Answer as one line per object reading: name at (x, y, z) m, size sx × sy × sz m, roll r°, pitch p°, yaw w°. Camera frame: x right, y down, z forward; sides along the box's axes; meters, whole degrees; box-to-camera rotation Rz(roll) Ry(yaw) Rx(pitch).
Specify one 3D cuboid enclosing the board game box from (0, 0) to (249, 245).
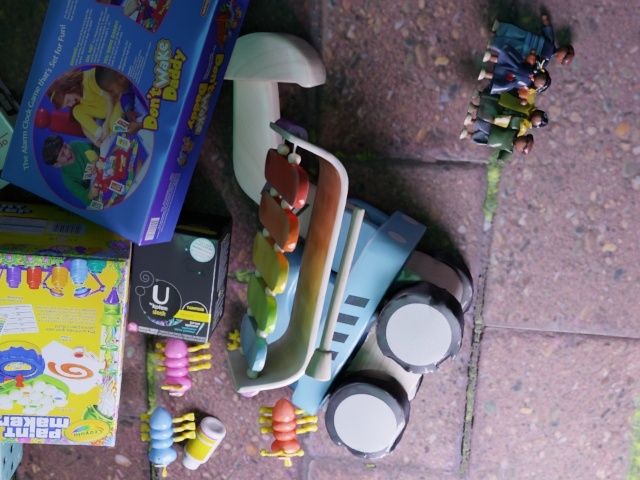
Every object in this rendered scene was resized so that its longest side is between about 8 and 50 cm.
board game box at (-0.253, -0.199, 1.098) m, size 0.233 × 0.078 × 0.347 m, roll 24°, pitch 102°, yaw 17°

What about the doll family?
doll family at (0.256, -0.195, 1.099) m, size 0.111 × 0.076 × 0.193 m, roll 16°, pitch 107°, yaw 6°

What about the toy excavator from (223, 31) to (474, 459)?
toy excavator at (0.000, 0.000, 1.143) m, size 0.445 × 0.222 × 0.433 m, roll 30°, pitch 109°, yaw 6°

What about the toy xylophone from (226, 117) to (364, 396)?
toy xylophone at (-0.033, 0.024, 0.970) m, size 0.081 × 0.236 × 0.323 m, roll 8°, pitch 94°, yaw -15°

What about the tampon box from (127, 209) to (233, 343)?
tampon box at (-0.199, 0.047, 1.226) m, size 0.120 × 0.101 × 0.161 m, roll 9°, pitch 110°, yaw 4°

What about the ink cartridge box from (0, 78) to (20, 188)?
ink cartridge box at (-0.479, -0.164, 1.210) m, size 0.104 × 0.060 × 0.180 m, roll -29°, pitch 103°, yaw 15°

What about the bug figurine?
bug figurine at (-0.151, 0.239, 1.276) m, size 0.278 × 0.072 × 0.216 m, roll -6°, pitch 91°, yaw 8°

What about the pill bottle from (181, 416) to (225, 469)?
pill bottle at (-0.187, 0.321, 1.351) m, size 0.043 × 0.043 × 0.083 m, roll 33°, pitch 109°, yaw -5°

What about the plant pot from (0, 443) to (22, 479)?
plant pot at (-0.601, 0.317, 1.348) m, size 0.234 × 0.166 × 0.166 m, roll 5°, pitch 110°, yaw -3°

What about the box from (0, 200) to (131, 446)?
box at (-0.407, 0.107, 1.140) m, size 0.289 × 0.177 × 0.279 m, roll 5°, pitch 111°, yaw -12°
